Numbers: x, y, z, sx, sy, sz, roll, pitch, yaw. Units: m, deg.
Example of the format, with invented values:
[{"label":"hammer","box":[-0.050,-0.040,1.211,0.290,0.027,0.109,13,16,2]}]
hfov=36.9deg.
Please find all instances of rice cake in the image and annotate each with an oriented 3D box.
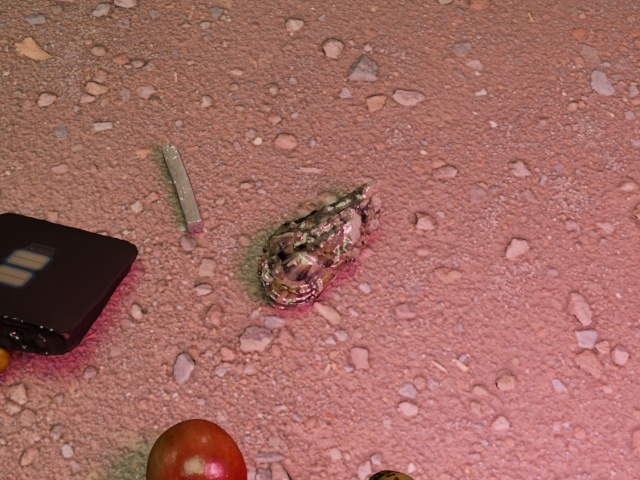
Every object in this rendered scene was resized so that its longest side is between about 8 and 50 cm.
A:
[{"label":"rice cake","box":[-0.310,-0.120,2.154,0.042,0.045,0.245,-18,57,-10]}]

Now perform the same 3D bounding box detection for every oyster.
[{"label":"oyster","box":[0.005,-0.001,2.027,0.351,0.158,0.162,-44,100,-13]}]

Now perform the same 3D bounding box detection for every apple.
[{"label":"apple","box":[-0.223,0.418,1.703,0.181,0.181,0.168,-21,35,-16]}]

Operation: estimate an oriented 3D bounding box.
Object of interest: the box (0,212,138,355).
[{"label":"box","box":[-0.587,0.077,1.937,0.359,0.091,0.350,14,35,9]}]

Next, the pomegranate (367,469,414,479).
[{"label":"pomegranate","box":[0.145,0.471,1.711,0.161,0.122,0.122,10,51,-23]}]

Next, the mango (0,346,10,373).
[{"label":"mango","box":[-0.715,0.226,1.846,0.227,0.136,0.099,6,63,-7]}]
